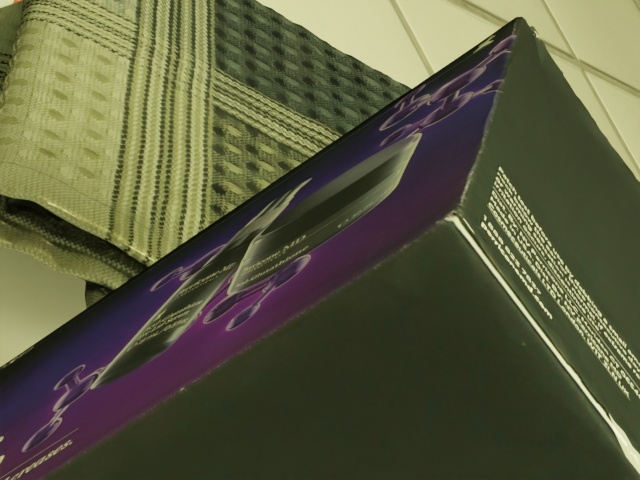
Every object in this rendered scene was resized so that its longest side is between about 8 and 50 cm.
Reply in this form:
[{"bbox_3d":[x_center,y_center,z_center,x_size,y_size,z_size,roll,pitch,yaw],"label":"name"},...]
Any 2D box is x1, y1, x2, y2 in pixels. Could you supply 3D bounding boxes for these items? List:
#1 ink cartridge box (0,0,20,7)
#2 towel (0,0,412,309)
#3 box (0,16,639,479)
[{"bbox_3d":[-0.158,-0.112,0.802,0.115,0.063,0.029,-47,138,-69],"label":"ink cartridge box"},{"bbox_3d":[-0.015,-0.018,0.887,0.312,0.056,0.324,28,25,-17],"label":"towel"},{"bbox_3d":[-0.029,0.066,0.549,0.103,0.261,0.184,54,20,-8],"label":"box"}]
